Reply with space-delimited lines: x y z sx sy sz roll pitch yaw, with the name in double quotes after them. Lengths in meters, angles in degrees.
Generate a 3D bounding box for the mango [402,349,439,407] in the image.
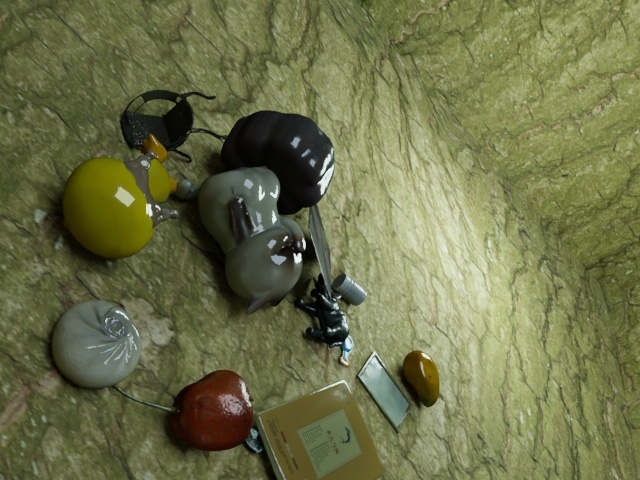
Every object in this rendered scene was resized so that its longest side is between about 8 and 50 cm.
0.306 0.405 2.213 0.165 0.089 0.115 59 34 -4 "mango"

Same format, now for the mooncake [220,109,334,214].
-0.117 -0.201 1.965 0.306 0.306 0.154 45 43 -19 "mooncake"

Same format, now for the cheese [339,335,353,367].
0.071 0.300 2.055 0.047 0.017 0.111 37 39 -24 "cheese"

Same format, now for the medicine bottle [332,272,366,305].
0.084 0.143 2.160 0.091 0.058 0.058 41 37 -25 "medicine bottle"

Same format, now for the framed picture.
0.184 0.427 2.109 0.201 0.010 0.136 55 32 -6 "framed picture"

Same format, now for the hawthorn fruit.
-0.271 0.335 1.485 0.285 0.165 0.165 10 54 -28 "hawthorn fruit"

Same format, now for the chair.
-0.369 -0.287 1.844 0.213 0.149 0.174 3 63 -47 "chair"

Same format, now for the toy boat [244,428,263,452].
-0.154 0.430 1.639 0.083 0.038 0.038 54 33 -8 "toy boat"

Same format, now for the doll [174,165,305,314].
-0.168 -0.025 1.819 0.370 0.226 0.215 59 13 5 "doll"

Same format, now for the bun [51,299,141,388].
-0.416 0.190 1.414 0.173 0.120 0.173 31 42 -32 "bun"

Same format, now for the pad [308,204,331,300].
0.000 0.000 2.041 0.330 0.004 0.220 -89 164 -67 "pad"

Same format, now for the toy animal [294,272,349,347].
0.003 0.174 2.014 0.137 0.082 0.270 26 39 -44 "toy animal"

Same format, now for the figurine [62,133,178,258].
-0.417 -0.102 1.608 0.215 0.187 0.344 61 24 -19 "figurine"

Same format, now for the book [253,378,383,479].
0.006 0.494 1.784 0.389 0.032 0.269 -3 67 -57 "book"
